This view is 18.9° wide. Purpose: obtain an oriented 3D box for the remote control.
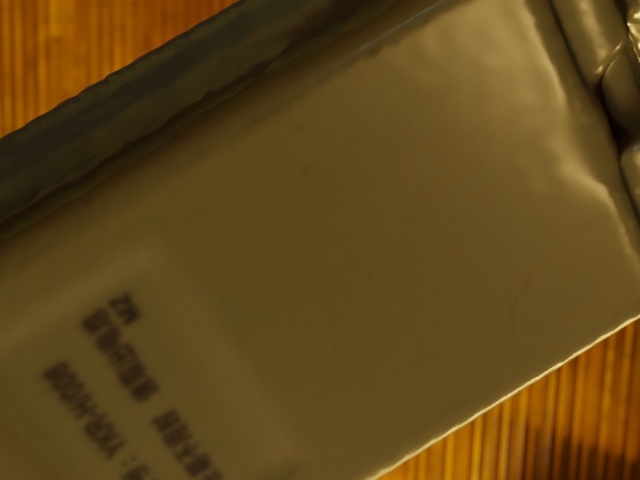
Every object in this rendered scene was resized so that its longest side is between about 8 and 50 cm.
[{"bbox_3d":[0.000,0.000,0.420,0.285,0.123,0.038,-33,-140,0],"label":"remote control"}]
